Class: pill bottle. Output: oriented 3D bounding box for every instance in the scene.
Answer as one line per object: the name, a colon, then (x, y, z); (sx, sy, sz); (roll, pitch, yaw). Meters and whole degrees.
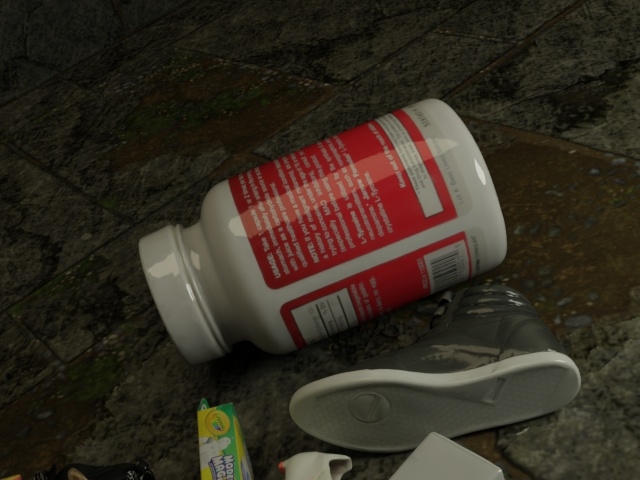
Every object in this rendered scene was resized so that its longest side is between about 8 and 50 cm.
pill bottle: (0.000, 0.000, 1.029); (0.407, 0.229, 0.229); (-22, 33, -2)

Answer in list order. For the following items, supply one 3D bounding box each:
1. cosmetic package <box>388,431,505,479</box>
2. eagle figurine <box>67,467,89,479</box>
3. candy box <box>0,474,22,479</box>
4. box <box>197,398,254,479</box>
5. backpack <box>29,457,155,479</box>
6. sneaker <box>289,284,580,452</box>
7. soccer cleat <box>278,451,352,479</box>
cosmetic package: (0.065, 0.285, 0.686); (0.231, 0.117, 0.085); (-41, 38, -26)
eagle figurine: (-0.187, 0.366, 0.650); (0.226, 0.225, 0.298); (16, 33, 15)
candy box: (-0.488, 0.339, 0.803); (0.317, 0.122, 0.268); (-12, -5, 11)
box: (-0.090, 0.247, 0.837); (0.043, 0.105, 0.179); (-15, 32, -5)
backpack: (-0.251, 0.308, 0.824); (0.152, 0.115, 0.182); (-15, 18, 28)
sneaker: (0.113, 0.132, 0.899); (0.295, 0.105, 0.147); (-11, 32, 5)
soccer cleat: (-0.006, 0.275, 0.789); (0.076, 0.068, 0.196); (-11, 31, 10)
